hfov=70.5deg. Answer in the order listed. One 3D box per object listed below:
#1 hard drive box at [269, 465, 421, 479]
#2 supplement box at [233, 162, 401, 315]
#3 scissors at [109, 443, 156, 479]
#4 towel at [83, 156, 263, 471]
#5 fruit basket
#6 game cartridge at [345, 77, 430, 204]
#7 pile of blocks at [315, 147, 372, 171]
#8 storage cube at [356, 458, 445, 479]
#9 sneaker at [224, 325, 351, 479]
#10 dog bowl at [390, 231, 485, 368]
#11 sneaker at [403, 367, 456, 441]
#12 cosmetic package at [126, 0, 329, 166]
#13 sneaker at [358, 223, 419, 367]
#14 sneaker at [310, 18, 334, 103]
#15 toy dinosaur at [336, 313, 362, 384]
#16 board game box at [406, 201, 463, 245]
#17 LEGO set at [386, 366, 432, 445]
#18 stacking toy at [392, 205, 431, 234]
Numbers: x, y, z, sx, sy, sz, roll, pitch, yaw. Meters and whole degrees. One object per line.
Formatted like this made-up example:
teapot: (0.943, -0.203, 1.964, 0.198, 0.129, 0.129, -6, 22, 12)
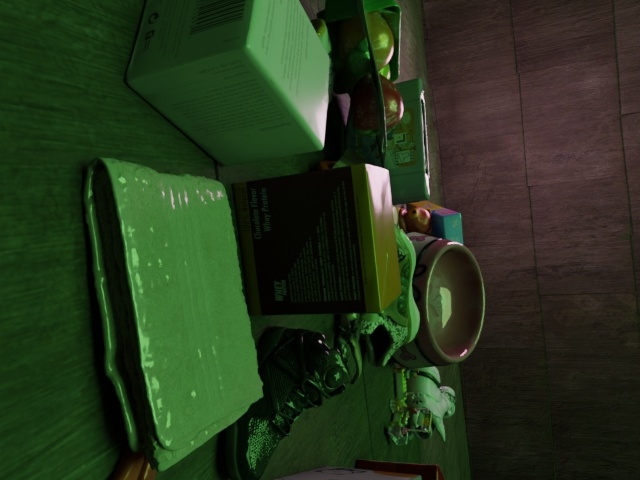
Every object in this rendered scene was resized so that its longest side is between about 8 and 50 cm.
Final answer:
hard drive box: (0.046, 0.411, 0.693, 0.232, 0.181, 0.089, 42, 47, -60)
supplement box: (0.000, 0.000, 0.656, 0.129, 0.194, 0.191, -13, 97, -68)
scissors: (-0.167, 0.185, 0.429, 0.109, 0.021, 0.297, 49, 41, -56)
towel: (-0.141, 0.064, 0.473, 0.187, 0.049, 0.282, -1, 80, -69)
fruit basket: (0.089, -0.328, 0.935, 0.327, 0.165, 0.353, 62, 23, -72)
game cartridge: (0.158, -0.231, 1.100, 0.062, 0.198, 0.297, 19, 67, -67)
pile of blocks: (0.020, -0.092, 0.890, 0.112, 0.149, 0.362, 36, 21, -3)
storage cube: (0.174, 0.602, 0.961, 0.193, 0.183, 0.215, -77, 151, -42)
sneaker: (-0.039, 0.208, 0.602, 0.227, 0.130, 0.087, -64, 141, -49)
dog bowl: (0.335, 0.174, 1.316, 0.408, 0.150, 0.408, 3, 86, -45)
sneaker: (0.359, 0.569, 1.500, 0.366, 0.137, 0.210, 56, 36, -41)
cosmetic package: (-0.093, -0.203, 0.533, 0.183, 0.151, 0.151, 44, 46, -58)
sneaker: (0.131, 0.127, 1.032, 0.182, 0.158, 0.410, -53, 133, -46)
sneaker: (-0.021, -0.267, 0.784, 0.296, 0.111, 0.131, -73, 150, -42)
toy dinosaur: (0.058, 0.201, 0.939, 0.118, 0.064, 0.268, -40, 125, -72)
board game box: (0.409, -0.006, 1.631, 0.316, 0.064, 0.242, -133, -148, -72)
LEGO set: (0.265, 0.455, 1.322, 0.132, 0.107, 0.287, 64, 30, -41)
stacking toy: (0.276, 0.004, 1.429, 0.279, 0.130, 0.309, 40, 48, -61)
